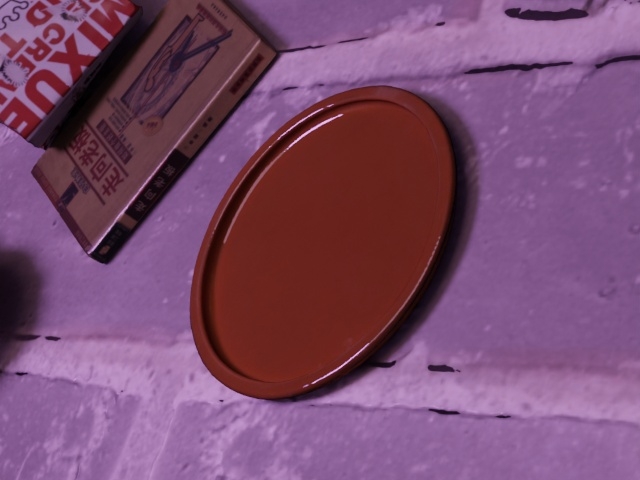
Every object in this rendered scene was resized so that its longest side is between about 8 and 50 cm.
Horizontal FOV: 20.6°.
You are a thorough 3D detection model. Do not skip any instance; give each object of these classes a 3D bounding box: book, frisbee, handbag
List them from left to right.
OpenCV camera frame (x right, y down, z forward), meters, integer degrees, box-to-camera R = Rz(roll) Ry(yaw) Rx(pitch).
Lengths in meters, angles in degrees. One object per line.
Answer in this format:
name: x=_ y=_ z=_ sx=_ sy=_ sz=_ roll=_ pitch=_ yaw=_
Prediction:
handbag: x=-0.285 y=-0.205 z=1.617 sx=0.171 sy=0.151 sz=0.298 roll=-53 pitch=41 yaw=-6
book: x=-0.145 y=-0.108 z=1.494 sx=0.231 sy=0.026 sz=0.161 roll=-50 pitch=38 yaw=7
frisbee: x=0.000 y=0.000 z=1.265 sx=0.251 sy=0.021 sz=0.251 roll=-26 pitch=46 yaw=31
